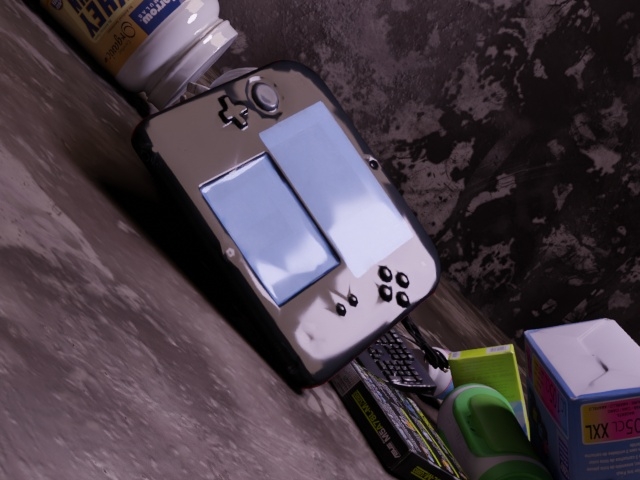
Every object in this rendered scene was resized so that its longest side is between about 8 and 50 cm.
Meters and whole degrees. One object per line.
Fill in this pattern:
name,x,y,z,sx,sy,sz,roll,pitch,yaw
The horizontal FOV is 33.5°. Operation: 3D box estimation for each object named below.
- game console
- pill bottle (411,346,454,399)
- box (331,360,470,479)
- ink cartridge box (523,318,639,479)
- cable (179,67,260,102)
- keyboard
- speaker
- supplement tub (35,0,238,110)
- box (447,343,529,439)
game console,-0.025,-0.039,1.381,0.386,0.060,0.342,56,40,1
pill bottle,0.213,0.235,1.865,0.160,0.087,0.087,20,24,-45
box,0.110,0.258,1.429,0.184,0.045,0.191,41,8,-45
ink cartridge box,0.399,0.346,1.520,0.270,0.151,0.395,-101,-177,-75
cable,-0.099,-0.170,1.803,0.257,0.257,0.089,87,19,-45
keyboard,0.106,0.146,1.773,0.201,0.033,0.317,12,28,-35
speaker,0.253,0.319,1.569,0.131,0.131,0.296,44,8,-14
supplement tub,-0.318,-0.399,1.818,0.316,0.228,0.228,45,8,-7
box,0.277,0.265,1.738,0.042,0.109,0.178,-51,130,-72
